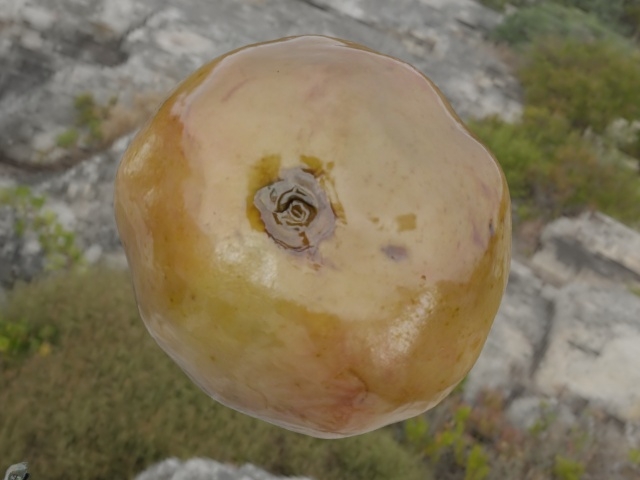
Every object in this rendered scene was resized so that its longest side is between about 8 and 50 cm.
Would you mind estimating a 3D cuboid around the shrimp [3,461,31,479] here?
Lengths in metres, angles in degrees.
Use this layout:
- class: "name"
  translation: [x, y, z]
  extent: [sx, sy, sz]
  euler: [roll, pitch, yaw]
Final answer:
- class: "shrimp"
  translation: [-0.218, 0.337, 1.030]
  extent: [0.247, 0.085, 0.360]
  euler: [4, 53, -17]

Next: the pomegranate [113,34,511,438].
- class: "pomegranate"
  translation: [0.000, 0.000, 1.345]
  extent: [0.412, 0.411, 0.411]
  euler: [20, 26, -10]
